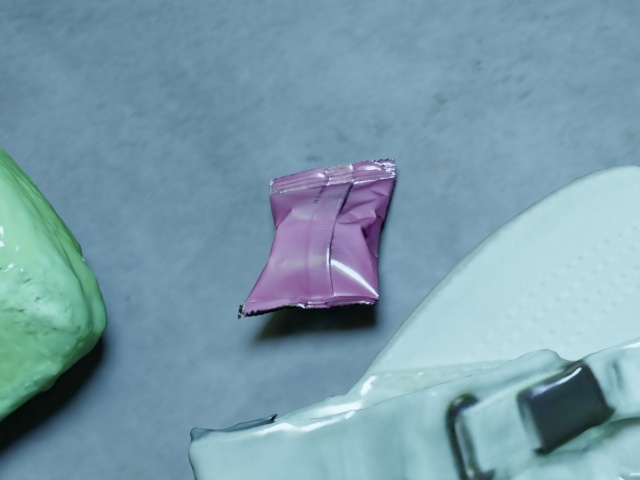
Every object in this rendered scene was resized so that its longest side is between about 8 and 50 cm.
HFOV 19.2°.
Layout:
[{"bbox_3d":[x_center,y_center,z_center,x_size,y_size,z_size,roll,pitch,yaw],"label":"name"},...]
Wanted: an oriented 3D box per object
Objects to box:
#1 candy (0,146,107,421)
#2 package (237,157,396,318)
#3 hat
[{"bbox_3d":[-0.258,0.079,0.795,0.344,0.132,0.142,-33,6,-1],"label":"candy"},{"bbox_3d":[0.000,0.000,0.776,0.059,0.029,0.083,-7,45,19],"label":"package"},{"bbox_3d":[0.132,0.078,0.597,0.258,0.168,0.301,-2,30,45],"label":"hat"}]
